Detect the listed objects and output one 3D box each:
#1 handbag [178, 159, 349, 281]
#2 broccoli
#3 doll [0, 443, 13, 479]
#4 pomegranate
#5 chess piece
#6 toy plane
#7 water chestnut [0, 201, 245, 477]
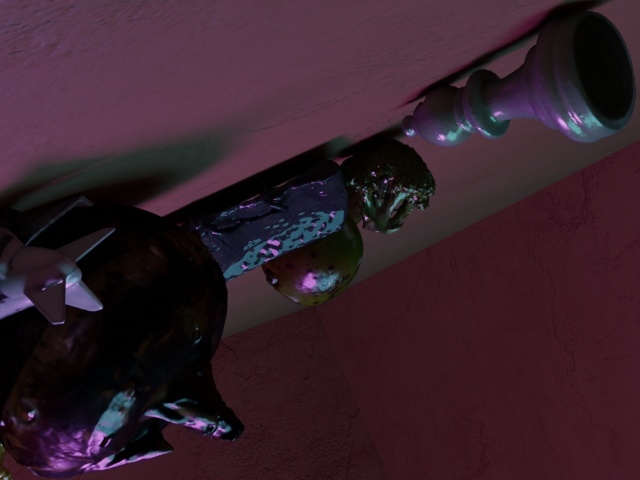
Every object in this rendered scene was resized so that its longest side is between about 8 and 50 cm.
[{"bbox_3d":[-0.084,-0.028,1.823,0.270,0.089,0.175,-24,167,10],"label":"handbag"},{"bbox_3d":[0.084,-0.069,1.877,0.131,0.120,0.130,16,-178,43],"label":"broccoli"},{"bbox_3d":[-0.352,0.164,1.850,0.296,0.117,0.141,-58,175,-14],"label":"doll"},{"bbox_3d":[0.000,0.000,2.097,0.205,0.159,0.159,-48,-175,-23],"label":"pomegranate"},{"bbox_3d":[0.198,-0.156,1.620,0.271,0.139,0.139,-12,-177,40],"label":"chess piece"},{"bbox_3d":[-0.312,0.041,1.354,0.255,0.101,0.251,-10,-141,31],"label":"toy plane"},{"bbox_3d":[-0.201,0.119,1.502,0.300,0.300,0.300,-23,175,-2],"label":"water chestnut"}]
